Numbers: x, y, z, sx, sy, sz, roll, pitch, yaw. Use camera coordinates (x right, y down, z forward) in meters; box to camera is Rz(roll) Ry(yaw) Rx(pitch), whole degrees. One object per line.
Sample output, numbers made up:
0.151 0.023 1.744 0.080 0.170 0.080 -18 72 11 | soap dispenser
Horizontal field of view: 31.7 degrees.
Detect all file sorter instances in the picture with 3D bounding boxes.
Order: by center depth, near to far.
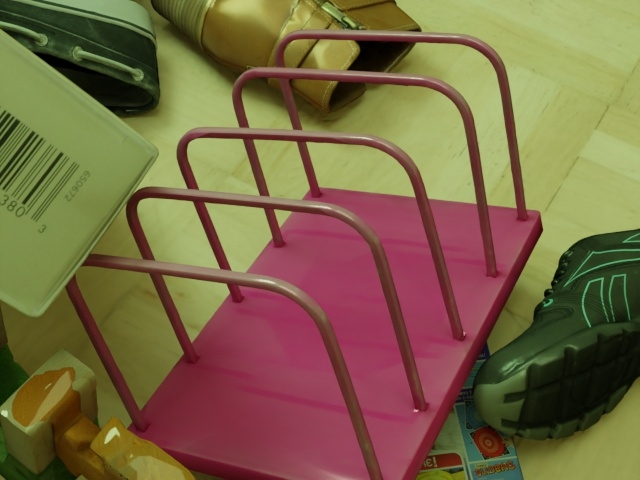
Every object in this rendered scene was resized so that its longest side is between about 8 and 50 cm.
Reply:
0.000 0.000 0.766 0.202 0.182 0.290 7 42 29 | file sorter

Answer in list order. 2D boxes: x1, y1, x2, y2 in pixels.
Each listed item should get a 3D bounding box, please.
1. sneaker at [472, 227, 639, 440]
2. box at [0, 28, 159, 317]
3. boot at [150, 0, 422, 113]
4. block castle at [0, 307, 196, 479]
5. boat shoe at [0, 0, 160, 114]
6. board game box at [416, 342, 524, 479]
0.205 0.062 0.845 0.267 0.101 0.106 -21 45 -30 | sneaker
-0.220 -0.065 0.744 0.148 0.311 0.121 37 87 -21 | box
0.008 -0.255 1.049 0.220 0.109 0.283 34 63 23 | boot
-0.262 0.191 0.674 0.453 0.212 0.303 34 55 18 | block castle
-0.280 -0.155 0.944 0.306 0.113 0.104 6 60 -35 | boat shoe
0.035 0.143 0.813 0.201 0.035 0.136 -6 55 -5 | board game box
